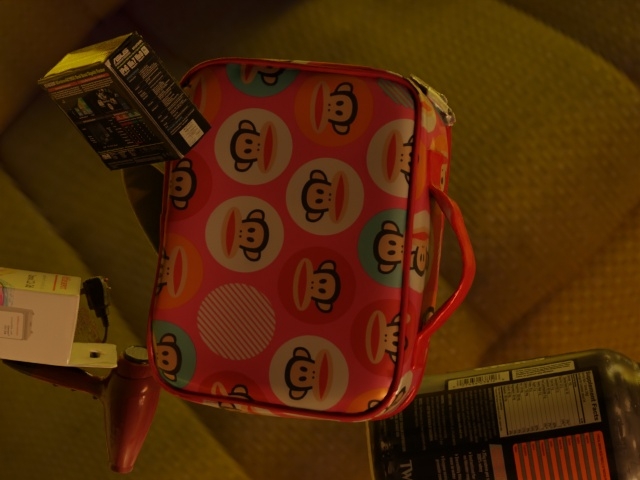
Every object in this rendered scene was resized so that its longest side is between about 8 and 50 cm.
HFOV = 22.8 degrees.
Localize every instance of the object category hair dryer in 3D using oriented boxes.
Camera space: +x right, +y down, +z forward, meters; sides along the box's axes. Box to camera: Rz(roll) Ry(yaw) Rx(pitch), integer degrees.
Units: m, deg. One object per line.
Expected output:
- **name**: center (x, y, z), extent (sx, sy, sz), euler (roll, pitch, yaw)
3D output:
- **hair dryer**: center (-0.330, 0.201, 2.308), extent (0.223, 0.294, 0.080), euler (-23, 4, 29)

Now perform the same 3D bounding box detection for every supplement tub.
- **supplement tub**: center (0.230, 0.232, 1.723), extent (0.338, 0.207, 0.207), euler (-9, 42, 8)

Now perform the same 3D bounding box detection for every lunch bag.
- **lunch bag**: center (0.000, 0.000, 1.291), extent (0.258, 0.120, 0.293), euler (7, 88, 18)

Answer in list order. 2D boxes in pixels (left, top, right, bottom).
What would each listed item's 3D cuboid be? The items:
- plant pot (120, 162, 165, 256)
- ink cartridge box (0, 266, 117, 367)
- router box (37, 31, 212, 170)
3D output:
- **plant pot**: center (-0.065, -0.072, 2.089), extent (0.293, 0.275, 0.274), euler (-35, 29, -20)
- **ink cartridge box**: center (-0.275, 0.063, 1.409), extent (0.115, 0.198, 0.067), euler (-137, 56, -79)
- **router box**: center (-0.148, -0.102, 1.184), extent (0.038, 0.092, 0.122), euler (-49, 23, -25)
